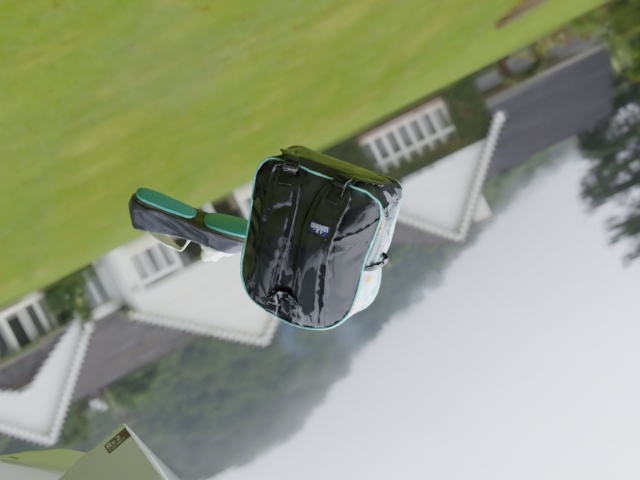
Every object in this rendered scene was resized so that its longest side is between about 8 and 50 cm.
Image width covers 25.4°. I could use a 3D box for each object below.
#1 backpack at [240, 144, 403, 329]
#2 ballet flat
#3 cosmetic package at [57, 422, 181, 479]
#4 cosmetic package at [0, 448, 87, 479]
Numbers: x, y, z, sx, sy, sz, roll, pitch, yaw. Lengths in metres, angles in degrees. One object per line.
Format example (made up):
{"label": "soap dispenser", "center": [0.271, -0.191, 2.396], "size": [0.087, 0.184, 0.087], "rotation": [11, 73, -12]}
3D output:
{"label": "backpack", "center": [0.000, 0.000, 1.603], "size": [0.165, 0.188, 0.144], "rotation": [19, -165, 16]}
{"label": "ballet flat", "center": [-0.170, -0.012, 1.955], "size": [0.203, 0.074, 0.074], "rotation": [18, -169, 2]}
{"label": "cosmetic package", "center": [-0.237, 0.371, 1.847], "size": [0.151, 0.184, 0.151], "rotation": [-42, -138, -6]}
{"label": "cosmetic package", "center": [-0.391, 0.499, 2.075], "size": [0.155, 0.366, 0.197], "rotation": [7, -179, 23]}
